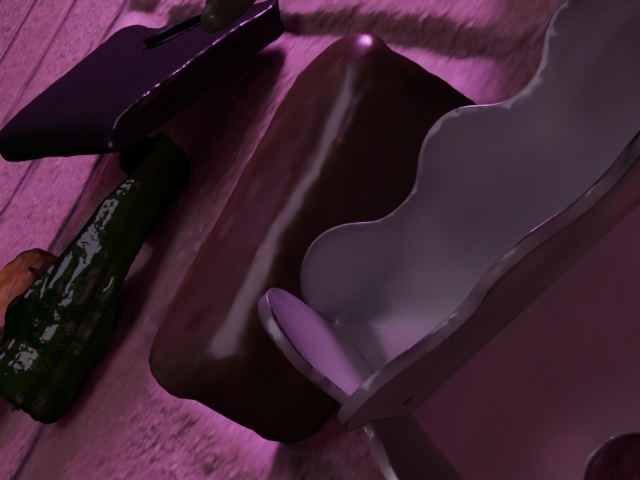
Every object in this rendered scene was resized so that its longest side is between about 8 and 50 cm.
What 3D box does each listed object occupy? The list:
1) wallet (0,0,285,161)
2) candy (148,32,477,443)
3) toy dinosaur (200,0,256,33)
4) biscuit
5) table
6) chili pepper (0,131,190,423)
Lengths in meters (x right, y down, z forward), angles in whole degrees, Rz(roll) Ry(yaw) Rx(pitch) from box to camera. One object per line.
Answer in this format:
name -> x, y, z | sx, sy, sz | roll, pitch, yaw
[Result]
wallet -> -0.163, -0.136, 1.400 | 0.197, 0.051, 0.377 | -40, 18, -18
candy -> 0.000, 0.000, 0.924 | 0.102, 0.104, 0.234 | 12, 73, 60
toy dinosaur -> 0.182, -0.173, 0.638 | 0.447, 0.087, 0.301 | -35, 29, -9
biscuit -> -0.283, 0.082, 1.452 | 0.183, 0.061, 0.118 | -53, 22, 10
table -> 0.101, 0.009, 0.659 | 0.198, 0.166, 0.166 | -44, 27, 15
chili pepper -> -0.187, 0.027, 1.300 | 0.253, 0.083, 0.099 | -59, 14, -8
